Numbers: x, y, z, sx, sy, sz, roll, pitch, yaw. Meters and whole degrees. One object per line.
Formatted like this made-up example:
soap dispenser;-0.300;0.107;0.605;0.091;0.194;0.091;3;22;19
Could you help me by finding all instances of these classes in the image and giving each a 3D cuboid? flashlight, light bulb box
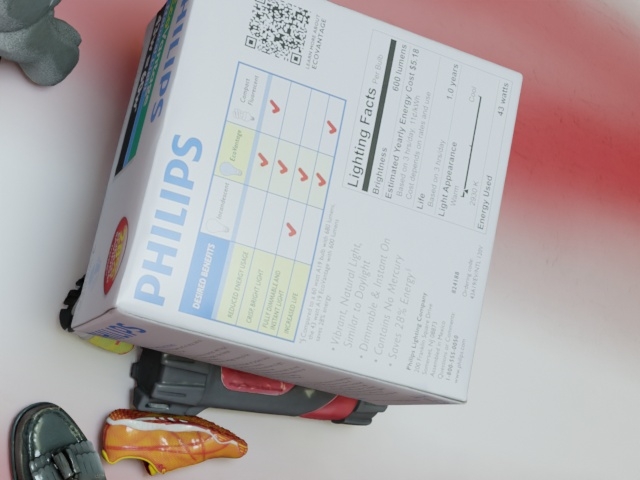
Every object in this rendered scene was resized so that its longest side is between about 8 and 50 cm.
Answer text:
flashlight;-0.062;0.152;1.381;0.304;0.103;0.103;13;50;-33
light bulb box;-0.024;-0.041;1.225;0.361;0.225;0.358;17;75;-20

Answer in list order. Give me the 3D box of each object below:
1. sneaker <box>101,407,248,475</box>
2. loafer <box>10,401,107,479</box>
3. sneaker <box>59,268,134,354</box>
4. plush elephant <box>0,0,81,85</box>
sneaker;-0.163;0.228;1.332;0.175;0.064;0.067;12;95;-28
loafer;-0.244;0.295;1.241;0.096;0.084;0.268;-18;95;-36
sneaker;-0.198;0.033;1.318;0.094;0.081;0.208;45;67;-32
plush elephant;-0.361;-0.310;1.155;0.255;0.272;0.330;34;22;11
